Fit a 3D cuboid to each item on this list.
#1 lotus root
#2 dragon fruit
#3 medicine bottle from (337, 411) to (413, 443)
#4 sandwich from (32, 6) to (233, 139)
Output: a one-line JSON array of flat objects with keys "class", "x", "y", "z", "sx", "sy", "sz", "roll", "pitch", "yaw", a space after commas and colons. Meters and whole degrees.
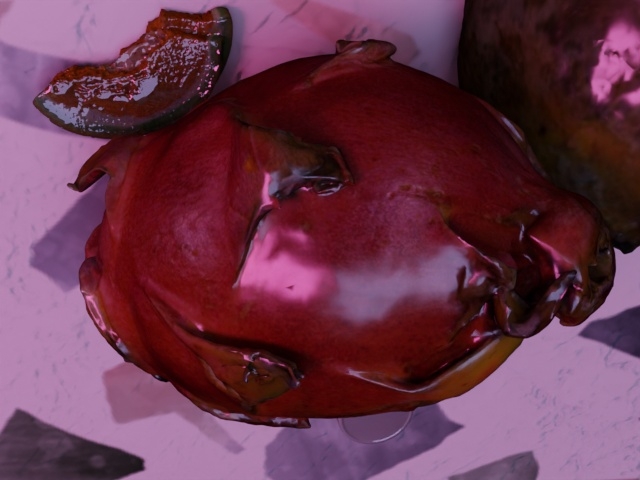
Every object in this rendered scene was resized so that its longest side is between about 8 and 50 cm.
[{"class": "lotus root", "x": 0.196, "y": -0.158, "z": 0.620, "sx": 0.142, "sy": 0.210, "sz": 0.314, "roll": 19, "pitch": 101, "yaw": -34}, {"class": "dragon fruit", "x": 0.003, "y": 0.000, "z": 0.617, "sx": 0.250, "sy": 0.315, "sz": 0.250, "roll": -6, "pitch": 99, "yaw": -44}, {"class": "medicine bottle", "x": 0.032, "y": 0.101, "z": 0.771, "sx": 0.058, "sy": 0.091, "sz": 0.058, "roll": -5, "pitch": 120, "yaw": -9}, {"class": "sandwich", "x": -0.110, "y": -0.101, "z": 0.661, "sx": 0.135, "sy": 0.029, "sz": 0.067, "roll": -28, "pitch": 122, "yaw": 4}]
